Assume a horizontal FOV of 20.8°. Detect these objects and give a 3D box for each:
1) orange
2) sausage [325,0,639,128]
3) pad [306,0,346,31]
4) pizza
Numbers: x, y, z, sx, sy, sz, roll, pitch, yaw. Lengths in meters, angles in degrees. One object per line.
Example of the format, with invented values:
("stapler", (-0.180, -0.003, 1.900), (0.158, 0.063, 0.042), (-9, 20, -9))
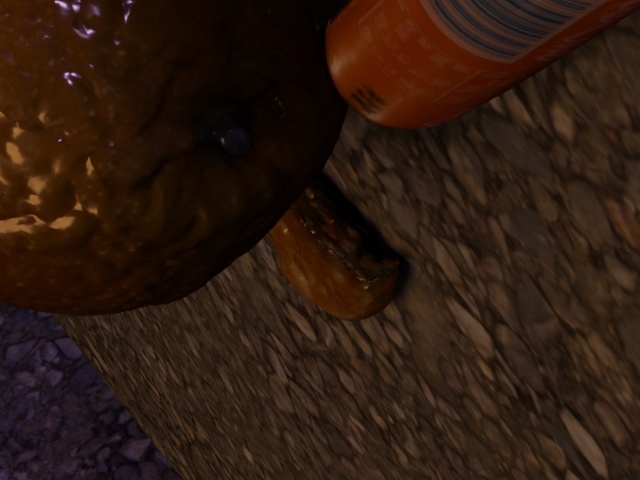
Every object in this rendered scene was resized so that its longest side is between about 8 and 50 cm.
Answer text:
("orange", (-0.149, -0.112, 0.982), (0.357, 0.322, 0.322), (34, 151, 43))
("sausage", (0.066, -0.108, 0.768), (0.093, 0.093, 0.312), (59, 164, 0))
("pad", (-0.028, -0.291, 0.727), (0.247, 0.007, 0.368), (151, 102, -74))
("pizza", (0.000, 0.000, 1.233), (0.131, 0.041, 0.178), (56, 164, 1))
